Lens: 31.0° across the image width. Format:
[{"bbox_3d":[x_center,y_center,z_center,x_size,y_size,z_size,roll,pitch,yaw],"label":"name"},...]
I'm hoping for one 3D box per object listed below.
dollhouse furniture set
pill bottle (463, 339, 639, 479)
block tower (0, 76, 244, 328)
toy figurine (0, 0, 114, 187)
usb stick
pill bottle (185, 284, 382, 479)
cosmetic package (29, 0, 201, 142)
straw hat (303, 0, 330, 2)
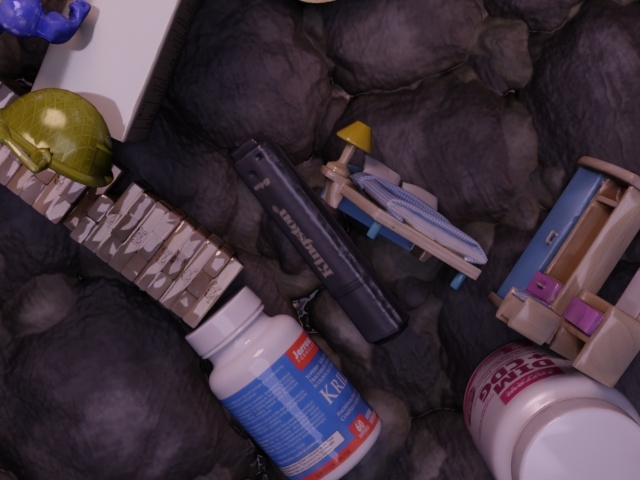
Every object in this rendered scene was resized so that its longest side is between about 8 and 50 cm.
[{"bbox_3d":[0.179,-0.042,1.185,0.303,0.286,0.198,30,94,-16],"label":"dollhouse furniture set"},{"bbox_3d":[0.248,0.206,1.214,0.160,0.283,0.160,0,96,-2],"label":"pill bottle"},{"bbox_3d":[-0.242,-0.043,1.273,0.335,0.097,0.091,38,94,-3],"label":"block tower"},{"bbox_3d":[-0.305,-0.233,1.066,0.363,0.191,0.217,34,93,10],"label":"toy figurine"},{"bbox_3d":[0.000,0.000,1.293,0.045,0.077,0.278,-40,96,-27],"label":"usb stick"},{"bbox_3d":[-0.045,0.161,1.282,0.124,0.124,0.221,-40,97,3],"label":"pill bottle"},{"bbox_3d":[-0.187,-0.265,1.217,0.113,0.160,0.309,23,94,-2],"label":"cosmetic package"},{"bbox_3d":[-0.015,-0.332,1.262,0.145,0.061,0.144,-4,111,-11],"label":"straw hat"}]
